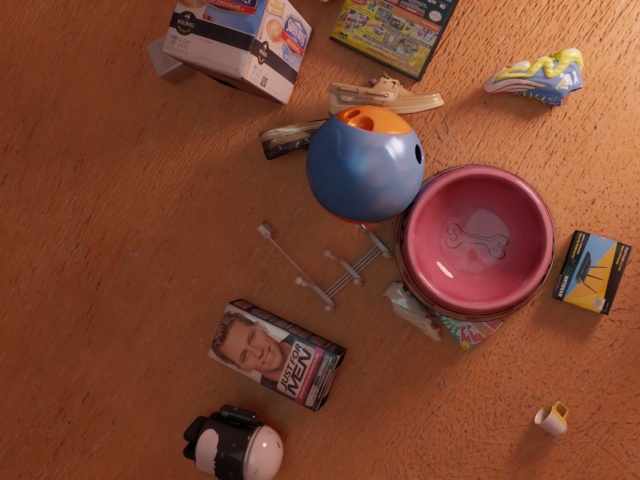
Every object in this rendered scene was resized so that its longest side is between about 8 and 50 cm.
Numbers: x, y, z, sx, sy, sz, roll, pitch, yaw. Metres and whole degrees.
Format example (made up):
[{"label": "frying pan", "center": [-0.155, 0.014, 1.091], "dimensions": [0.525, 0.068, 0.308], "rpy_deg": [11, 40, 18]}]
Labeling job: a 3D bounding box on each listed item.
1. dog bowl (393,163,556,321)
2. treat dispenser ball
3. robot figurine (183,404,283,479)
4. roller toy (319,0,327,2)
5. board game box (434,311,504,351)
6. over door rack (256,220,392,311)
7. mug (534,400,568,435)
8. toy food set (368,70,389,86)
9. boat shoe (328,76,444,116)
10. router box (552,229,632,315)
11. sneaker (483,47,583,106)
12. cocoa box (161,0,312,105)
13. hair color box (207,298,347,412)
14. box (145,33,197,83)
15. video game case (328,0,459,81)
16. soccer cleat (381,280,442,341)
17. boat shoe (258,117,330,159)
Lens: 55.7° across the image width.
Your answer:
[{"label": "dog bowl", "center": [0.380, 0.002, 1.488], "dimensions": [0.407, 0.150, 0.409], "rpy_deg": [0, 87, 10]}, {"label": "treat dispenser ball", "center": [0.108, -0.183, 1.474], "dimensions": [0.287, 0.288, 0.289], "rpy_deg": [1, 92, 15]}, {"label": "robot figurine", "center": [-0.240, 0.578, 1.689], "dimensions": [0.277, 0.209, 0.174], "rpy_deg": [10, 58, 15]}, {"label": "roller toy", "center": [-0.014, -0.722, 1.565], "dimensions": [0.146, 0.191, 0.209], "rpy_deg": [-42, 53, 14]}, {"label": "board game box", "center": [0.349, 0.150, 1.584], "dimensions": [0.124, 0.039, 0.259], "rpy_deg": [-39, 79, 12]}, {"label": "over door rack", "center": [0.000, 0.000, 1.634], "dimensions": [0.239, 0.108, 0.324], "rpy_deg": [-43, 81, 12]}, {"label": "mug", "center": [0.588, 0.451, 1.517], "dimensions": [0.064, 0.062, 0.078], "rpy_deg": [42, 108, 2]}, {"label": "toy food set", "center": [0.145, -0.392, 1.627], "dimensions": [0.122, 0.019, 0.078], "rpy_deg": [-40, 82, 20]}, {"label": "boat shoe", "center": [0.164, -0.371, 1.556], "dimensions": [0.302, 0.109, 0.098], "rpy_deg": [3, 103, 21]}, {"label": "router box", "center": [0.666, 0.077, 1.488], "dimensions": [0.133, 0.046, 0.179], "rpy_deg": [18, 96, 13]}, {"label": "sneaker", "center": [0.530, -0.380, 1.486], "dimensions": [0.240, 0.091, 0.126], "rpy_deg": [-17, 88, 14]}, {"label": "cocoa box", "center": [-0.197, -0.514, 1.543], "dimensions": [0.231, 0.347, 0.228], "rpy_deg": [21, 97, 13]}, {"label": "hair color box", "center": [-0.121, 0.313, 1.679], "dimensions": [0.347, 0.105, 0.174], "rpy_deg": [23, 97, 14]}, {"label": "box", "center": [-0.425, -0.519, 1.732], "dimensions": [0.087, 0.102, 0.101], "rpy_deg": [-24, 87, 13]}, {"label": "video game case", "center": [0.192, -0.586, 1.574], "dimensions": [0.274, 0.035, 0.248], "rpy_deg": [28, 108, 10]}, {"label": "soccer cleat", "center": [0.244, 0.194, 1.600], "dimensions": [0.076, 0.068, 0.196], "rpy_deg": [-43, 74, 17]}, {"label": "boat shoe", "center": [-0.025, -0.276, 1.639], "dimensions": [0.285, 0.103, 0.093], "rpy_deg": [-7, 102, 12]}]
